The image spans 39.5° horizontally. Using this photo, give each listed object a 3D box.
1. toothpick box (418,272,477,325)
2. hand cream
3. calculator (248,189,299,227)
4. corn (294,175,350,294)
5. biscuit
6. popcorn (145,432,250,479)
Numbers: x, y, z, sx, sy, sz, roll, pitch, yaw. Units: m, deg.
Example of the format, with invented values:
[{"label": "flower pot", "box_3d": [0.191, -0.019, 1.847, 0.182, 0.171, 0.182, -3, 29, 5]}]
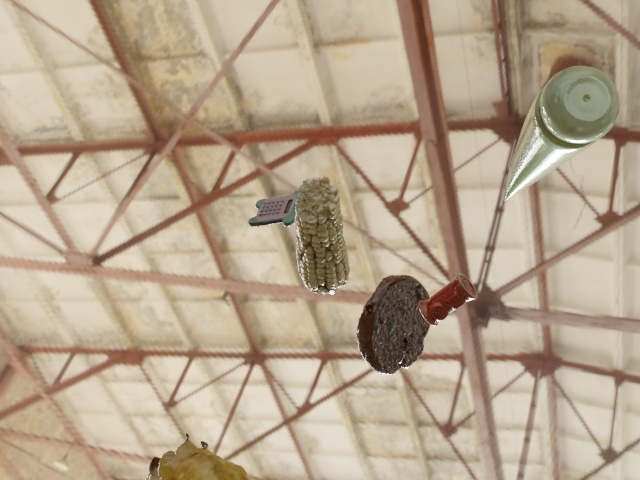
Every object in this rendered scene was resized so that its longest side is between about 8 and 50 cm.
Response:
[{"label": "toothpick box", "box_3d": [0.189, 0.090, 1.334, 0.083, 0.047, 0.047, -39, -66, 22]}, {"label": "hand cream", "box_3d": [0.302, -0.144, 1.183, 0.093, 0.147, 0.306, 23, -7, 0]}, {"label": "calculator", "box_3d": [-0.063, -0.058, 1.619, 0.141, 0.094, 0.019, -7, -49, 25]}, {"label": "corn", "box_3d": [0.000, 0.000, 1.387, 0.087, 0.087, 0.211, 10, -39, 15]}, {"label": "biscuit", "box_3d": [0.139, 0.157, 1.674, 0.049, 0.192, 0.192, 6, -39, 44]}, {"label": "popcorn", "box_3d": [-0.269, 0.554, 1.977, 0.253, 0.191, 0.190, 28, -9, 27]}]
